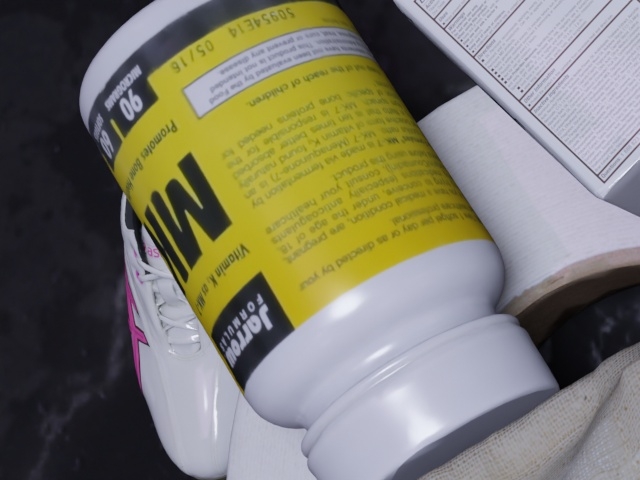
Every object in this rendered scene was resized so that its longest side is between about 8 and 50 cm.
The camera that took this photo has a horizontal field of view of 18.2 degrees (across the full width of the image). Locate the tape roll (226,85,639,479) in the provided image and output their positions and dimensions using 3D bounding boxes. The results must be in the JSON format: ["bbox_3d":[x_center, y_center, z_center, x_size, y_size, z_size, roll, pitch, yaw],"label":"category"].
[{"bbox_3d":[0.147,0.110,0.828,0.392,0.072,0.392,-3,83,22],"label":"tape roll"}]

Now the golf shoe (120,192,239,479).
[{"bbox_3d":[-0.066,0.019,0.922,0.067,0.086,0.186,-8,82,21],"label":"golf shoe"}]

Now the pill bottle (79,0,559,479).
[{"bbox_3d":[0.000,0.000,0.800,0.119,0.119,0.208,-37,71,15],"label":"pill bottle"}]

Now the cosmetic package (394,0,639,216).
[{"bbox_3d":[0.113,-0.050,0.693,0.060,0.239,0.099,-46,69,12],"label":"cosmetic package"}]

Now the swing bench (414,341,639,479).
[{"bbox_3d":[0.071,0.148,0.678,0.253,0.254,0.165,-33,72,16],"label":"swing bench"}]
